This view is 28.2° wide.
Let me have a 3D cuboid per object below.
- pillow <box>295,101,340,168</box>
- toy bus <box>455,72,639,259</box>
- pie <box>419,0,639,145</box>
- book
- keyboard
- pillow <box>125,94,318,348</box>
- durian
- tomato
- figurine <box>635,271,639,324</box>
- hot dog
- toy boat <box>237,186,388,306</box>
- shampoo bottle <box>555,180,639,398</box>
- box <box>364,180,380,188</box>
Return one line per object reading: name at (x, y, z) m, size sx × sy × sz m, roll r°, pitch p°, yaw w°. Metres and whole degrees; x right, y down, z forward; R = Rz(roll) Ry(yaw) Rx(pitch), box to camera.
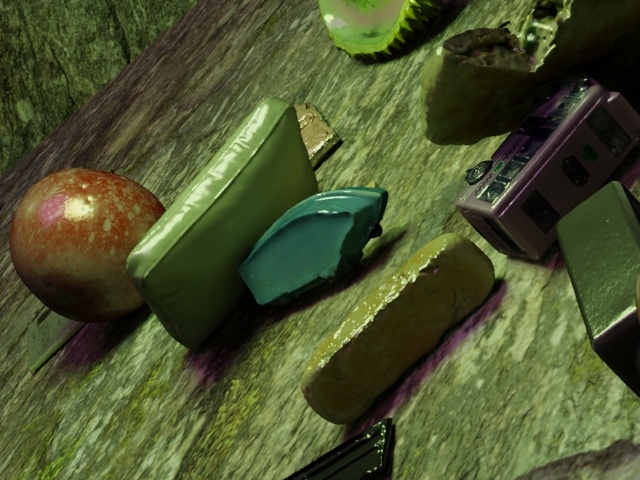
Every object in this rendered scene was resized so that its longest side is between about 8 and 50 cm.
pillow at (-0.038, -0.157, 2.080) m, size 0.126 × 0.043 × 0.232 m, roll -48°, pitch 23°, yaw 8°
toy bus at (0.241, -0.079, 1.330) m, size 0.199 × 0.096 × 0.108 m, roll -49°, pitch 20°, yaw -7°
pie at (0.249, -0.204, 1.393) m, size 0.337 × 0.075 × 0.337 m, roll -24°, pitch -17°, yaw -8°
book at (-0.430, 0.097, 2.370) m, size 0.310 × 0.021 × 0.217 m, roll -44°, pitch 20°, yaw 3°
keyboard at (-0.025, 0.265, 1.305) m, size 0.250 × 0.017 × 0.087 m, roll -35°, pitch 22°, yaw 25°
pillow at (-0.125, -0.022, 1.758) m, size 0.120 × 0.255 × 0.322 m, roll 33°, pitch 74°, yaw 23°
durian at (0.093, -0.400, 2.100) m, size 0.157 × 0.169 × 0.355 m, roll -51°, pitch 20°, yaw -21°
tomato at (-0.379, 0.015, 2.082) m, size 0.270 × 0.270 × 0.227 m, roll -26°, pitch 32°, yaw 42°
figurine at (0.376, -0.097, 0.920) m, size 0.248 × 0.276 × 0.388 m, roll 7°, pitch 50°, yaw 21°
hot dog at (0.078, 0.090, 1.346) m, size 0.242 × 0.084 × 0.073 m, roll -45°, pitch 17°, yaw 2°
toy boat at (0.000, 0.000, 1.643) m, size 0.238 × 0.109 × 0.098 m, roll -35°, pitch -2°, yaw 39°
shampoo bottle at (0.265, 0.045, 1.080) m, size 0.079 × 0.080 × 0.246 m, roll -40°, pitch 21°, yaw 20°
box at (0.056, -0.040, 1.718) m, size 0.058 × 0.015 × 0.093 m, roll -39°, pitch 21°, yaw 20°
